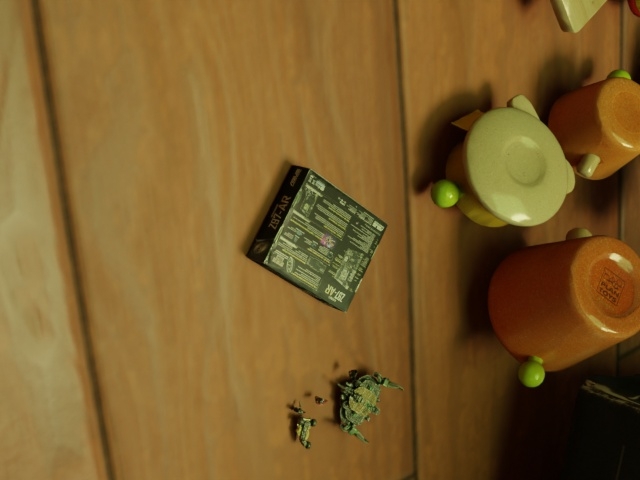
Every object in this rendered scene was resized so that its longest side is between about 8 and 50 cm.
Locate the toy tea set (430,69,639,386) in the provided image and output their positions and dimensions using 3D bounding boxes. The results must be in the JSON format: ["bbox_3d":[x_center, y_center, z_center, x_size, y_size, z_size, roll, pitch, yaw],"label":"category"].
[{"bbox_3d":[0.224,-0.035,0.843,0.336,0.124,0.200,-26,88,-30],"label":"toy tea set"}]

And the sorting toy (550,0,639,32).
[{"bbox_3d":[0.175,-0.247,0.762,0.132,0.046,0.274,-48,128,-21],"label":"sorting toy"}]

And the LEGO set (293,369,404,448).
[{"bbox_3d":[0.016,0.112,0.740,0.083,0.023,0.054,1,98,-28],"label":"LEGO set"}]

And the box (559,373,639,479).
[{"bbox_3d":[0.401,0.388,0.759,0.297,0.472,0.479,6,98,-44],"label":"box"}]

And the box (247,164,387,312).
[{"bbox_3d":[0.000,0.000,0.693,0.083,0.018,0.067,32,80,-41],"label":"box"}]
